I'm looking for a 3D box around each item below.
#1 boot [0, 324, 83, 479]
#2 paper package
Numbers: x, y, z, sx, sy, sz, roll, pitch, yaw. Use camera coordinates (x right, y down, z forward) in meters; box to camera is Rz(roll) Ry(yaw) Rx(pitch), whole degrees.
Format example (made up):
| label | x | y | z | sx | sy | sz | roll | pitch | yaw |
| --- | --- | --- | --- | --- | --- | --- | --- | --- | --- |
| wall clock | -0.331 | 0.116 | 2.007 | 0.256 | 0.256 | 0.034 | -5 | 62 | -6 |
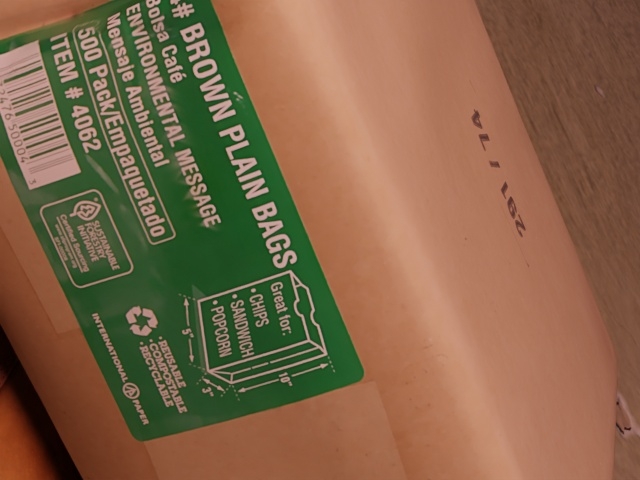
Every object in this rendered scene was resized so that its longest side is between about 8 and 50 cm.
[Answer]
| label | x | y | z | sx | sy | sz | roll | pitch | yaw |
| --- | --- | --- | --- | --- | --- | --- | --- | --- | --- |
| boot | -0.097 | 0.059 | 0.676 | 0.280 | 0.096 | 0.264 | 55 | 19 | -9 |
| paper package | 0.000 | 0.000 | 0.674 | 0.309 | 0.168 | 0.324 | -60 | 129 | -67 |
